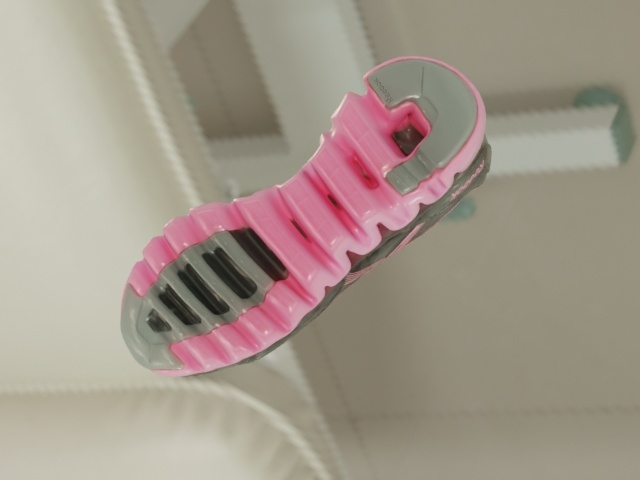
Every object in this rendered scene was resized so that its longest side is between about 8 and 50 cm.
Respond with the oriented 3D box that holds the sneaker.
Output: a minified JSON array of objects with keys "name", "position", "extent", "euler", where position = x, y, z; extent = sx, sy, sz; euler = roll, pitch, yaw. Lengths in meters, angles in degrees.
[{"name":"sneaker","position":[0.000,0.000,0.550],"extent":[0.119,0.057,0.047],"euler":[-35,72,8]}]
